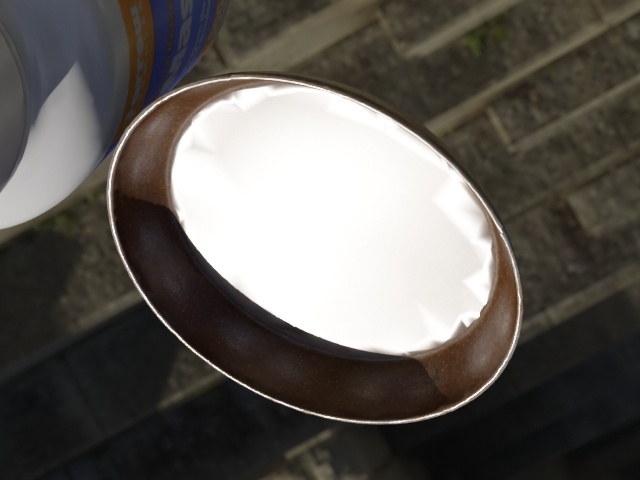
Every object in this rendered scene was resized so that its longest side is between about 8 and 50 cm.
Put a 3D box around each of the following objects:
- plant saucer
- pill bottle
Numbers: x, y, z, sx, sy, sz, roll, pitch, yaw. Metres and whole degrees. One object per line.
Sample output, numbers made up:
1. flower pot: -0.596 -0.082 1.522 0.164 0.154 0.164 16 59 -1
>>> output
1. plant saucer: 0.000 0.000 0.684 0.168 0.168 0.029 -31 -160 43
2. pill bottle: -0.140 -0.094 0.768 0.152 0.152 0.272 -30 -166 23
